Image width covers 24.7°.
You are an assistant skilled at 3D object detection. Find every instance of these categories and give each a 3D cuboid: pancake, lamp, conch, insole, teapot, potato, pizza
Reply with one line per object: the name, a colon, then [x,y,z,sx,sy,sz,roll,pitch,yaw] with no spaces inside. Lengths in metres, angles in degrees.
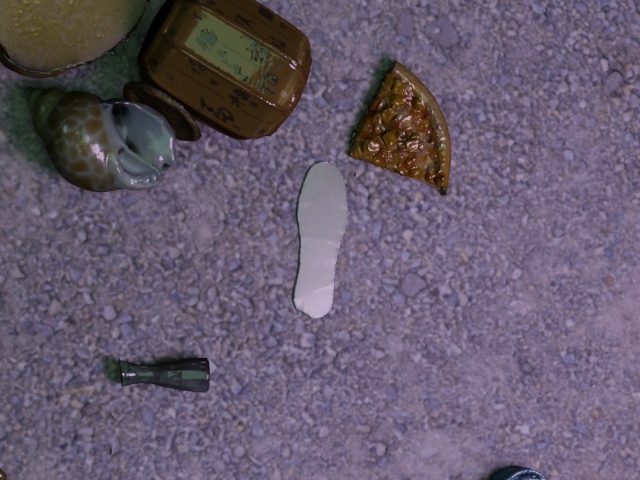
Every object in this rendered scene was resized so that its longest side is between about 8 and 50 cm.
pancake: [-0.186,-0.151,1.723,0.115,0.115,0.011,34,71,-13]
lamp: [-0.113,-0.212,1.722,0.185,0.161,0.161,27,84,-14]
conch: [-0.258,-0.115,1.712,0.172,0.106,0.116,1,107,-14]
insole: [0.000,0.000,1.827,0.065,0.004,0.197,5,89,-15]
teapot: [-0.190,0.161,1.762,0.110,0.043,0.043,3,90,-11]
potato: [-0.298,-0.268,1.711,0.200,0.081,0.164,-37,91,-15]
pizza: [0.098,-0.136,1.834,0.130,0.041,0.178,-11,93,-13]

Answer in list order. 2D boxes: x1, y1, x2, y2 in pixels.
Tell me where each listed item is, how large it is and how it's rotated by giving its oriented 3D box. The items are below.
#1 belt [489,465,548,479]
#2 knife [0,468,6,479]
belt: [0.174,0.402,1.844,0.302,0.072,0.087,-42,104,-13]
knife: [-0.496,0.386,1.687,0.061,0.027,0.343,43,83,-16]
